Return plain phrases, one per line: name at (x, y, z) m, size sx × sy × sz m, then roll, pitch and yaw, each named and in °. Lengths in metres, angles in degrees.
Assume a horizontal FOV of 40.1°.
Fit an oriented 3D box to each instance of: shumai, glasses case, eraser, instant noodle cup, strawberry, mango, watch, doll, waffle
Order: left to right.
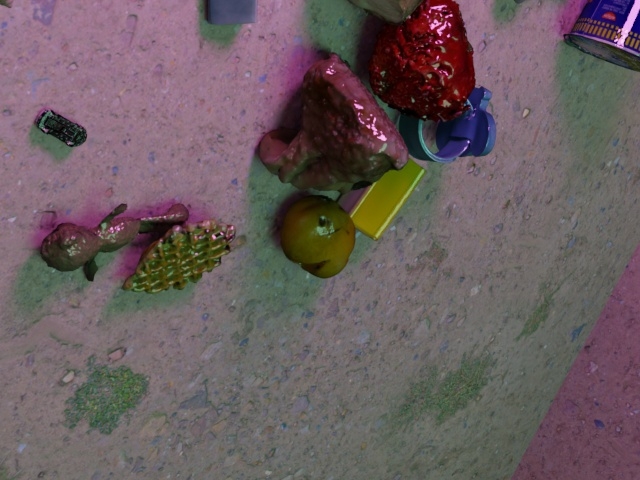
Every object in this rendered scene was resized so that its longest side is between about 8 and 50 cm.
doll at (-0.377, -0.018, 1.633) m, size 0.285 × 0.091 × 0.203 m, roll -25°, pitch 170°, yaw -15°
waffle at (-0.276, 0.030, 1.759) m, size 0.223 × 0.054 × 0.204 m, roll -45°, pitch 153°, yaw 26°
glasses case at (-0.144, -0.502, 1.500) m, size 0.105 × 0.056 × 0.266 m, roll -25°, pitch 135°, yaw -32°
mango at (0.000, 0.000, 2.003) m, size 0.167 × 0.130 × 0.262 m, roll -41°, pitch 147°, yaw -2°
shumai at (0.013, -0.194, 1.752) m, size 0.262 × 0.314 × 0.267 m, roll -39°, pitch 128°, yaw 10°
eraser at (0.141, -0.117, 2.096) m, size 0.226 × 0.069 × 0.158 m, roll -54°, pitch 144°, yaw 4°
strawberry at (0.205, -0.370, 1.829) m, size 0.220 × 0.274 × 0.274 m, roll -18°, pitch 140°, yaw 5°
watch at (0.286, -0.277, 2.052) m, size 0.193 × 0.211 × 0.211 m, roll 3°, pitch 119°, yaw -28°
instant noodle cup at (0.813, -0.615, 2.240) m, size 0.284 × 0.284 × 0.312 m, roll 12°, pitch 103°, yaw -50°

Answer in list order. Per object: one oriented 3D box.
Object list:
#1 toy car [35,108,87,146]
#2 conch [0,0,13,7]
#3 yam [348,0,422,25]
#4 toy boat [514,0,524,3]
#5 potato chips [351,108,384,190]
toy car at (-0.435, -0.189, 1.480) m, size 0.041 × 0.025 × 0.093 m, roll -53°, pitch 139°, yaw 5°
conch at (-0.478, -0.410, 1.232) m, size 0.104 × 0.094 × 0.176 m, roll -30°, pitch 113°, yaw -6°
yam at (0.172, -0.569, 1.664) m, size 0.300 × 0.195 × 0.195 m, roll -50°, pitch 143°, yaw 0°
toy boat at (0.540, -0.695, 2.021) m, size 0.293 × 0.111 × 0.276 m, roll -31°, pitch 144°, yaw -41°
potato chips at (0.103, -0.188, 1.935) m, size 0.059 × 0.167 × 0.228 m, roll 35°, pitch 75°, yaw -17°
